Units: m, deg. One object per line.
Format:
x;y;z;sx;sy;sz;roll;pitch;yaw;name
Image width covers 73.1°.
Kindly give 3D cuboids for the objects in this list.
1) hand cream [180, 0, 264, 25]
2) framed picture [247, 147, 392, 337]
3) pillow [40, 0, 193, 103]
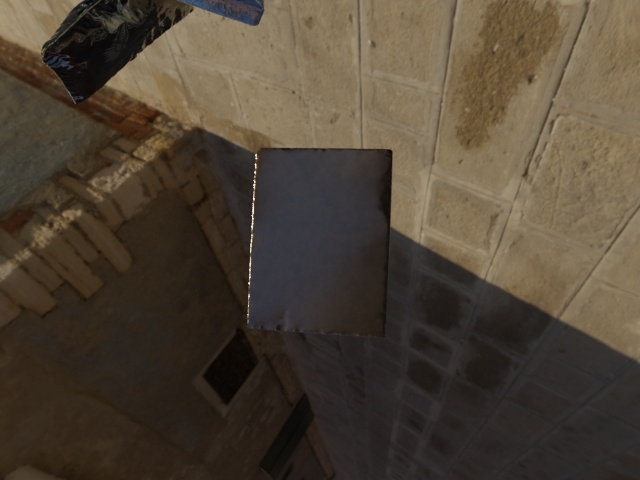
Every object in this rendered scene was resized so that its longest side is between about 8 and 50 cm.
-0.043;-0.269;0.257;0.091;0.058;0.271;8;139;-22;hand cream
0.000;0.000;0.401;0.127;0.169;0.023;2;178;8;framed picture
-0.230;-0.256;0.509;0.055;0.208;0.141;42;167;-5;pillow
